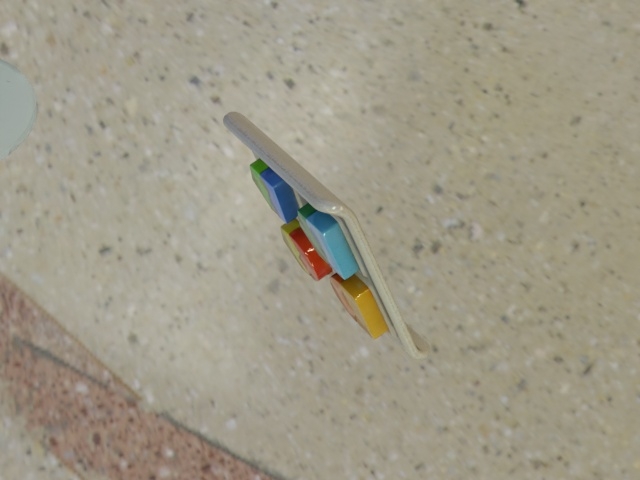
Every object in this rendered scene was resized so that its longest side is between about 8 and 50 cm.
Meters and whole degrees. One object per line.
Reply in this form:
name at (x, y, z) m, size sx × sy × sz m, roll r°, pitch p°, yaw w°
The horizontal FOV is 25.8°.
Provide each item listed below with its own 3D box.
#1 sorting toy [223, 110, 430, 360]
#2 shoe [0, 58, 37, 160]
sorting toy at (0.000, 0.000, 1.199) m, size 0.038 × 0.193 × 0.208 m, roll -39°, pitch 131°, yaw -7°
shoe at (-0.231, -0.050, 0.674) m, size 0.178 × 0.081 × 0.063 m, roll -21°, pitch 104°, yaw -31°
